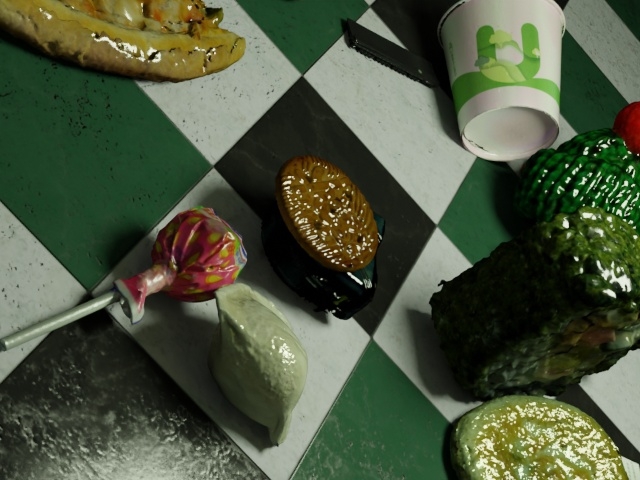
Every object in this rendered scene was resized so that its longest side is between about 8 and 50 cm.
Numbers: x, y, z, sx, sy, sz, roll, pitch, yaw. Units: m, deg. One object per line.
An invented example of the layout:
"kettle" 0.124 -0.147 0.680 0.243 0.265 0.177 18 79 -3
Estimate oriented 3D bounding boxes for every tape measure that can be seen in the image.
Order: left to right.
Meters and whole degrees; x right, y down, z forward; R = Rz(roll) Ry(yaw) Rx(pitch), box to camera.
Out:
"tape measure" 0.000 0.000 1.721 0.186 0.112 0.199 39 37 -25

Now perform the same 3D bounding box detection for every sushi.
"sushi" 0.365 0.114 1.828 0.294 0.352 0.178 13 50 -39

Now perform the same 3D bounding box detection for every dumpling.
"dumpling" -0.076 0.142 1.513 0.216 0.126 0.166 43 29 -14

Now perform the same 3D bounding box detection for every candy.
"candy" -0.239 0.059 1.437 0.365 0.124 0.124 -25 81 -45

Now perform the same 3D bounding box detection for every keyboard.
"keyboard" 0.136 -0.354 2.230 0.231 0.023 0.072 20 41 -38

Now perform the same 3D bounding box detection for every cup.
"cup" 0.358 -0.313 2.277 0.253 0.253 0.274 24 55 -34

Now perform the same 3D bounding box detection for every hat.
"hat" 0.536 -0.131 2.221 0.242 0.332 0.274 28 -5 38

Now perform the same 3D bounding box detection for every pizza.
"pizza" -0.278 -0.360 1.732 0.392 0.080 0.435 35 42 -23

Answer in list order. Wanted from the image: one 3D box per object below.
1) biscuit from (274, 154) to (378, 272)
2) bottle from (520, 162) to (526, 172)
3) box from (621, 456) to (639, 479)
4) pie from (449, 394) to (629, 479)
"biscuit" 0.012 -0.040 1.652 0.188 0.027 0.187 30 43 -32
"bottle" 0.488 -0.095 2.370 0.187 0.069 0.069 49 37 -10
"box" 0.490 0.401 1.996 0.154 0.040 0.084 27 46 -30
"pie" 0.345 0.374 1.790 0.323 0.070 0.323 12 56 -18
